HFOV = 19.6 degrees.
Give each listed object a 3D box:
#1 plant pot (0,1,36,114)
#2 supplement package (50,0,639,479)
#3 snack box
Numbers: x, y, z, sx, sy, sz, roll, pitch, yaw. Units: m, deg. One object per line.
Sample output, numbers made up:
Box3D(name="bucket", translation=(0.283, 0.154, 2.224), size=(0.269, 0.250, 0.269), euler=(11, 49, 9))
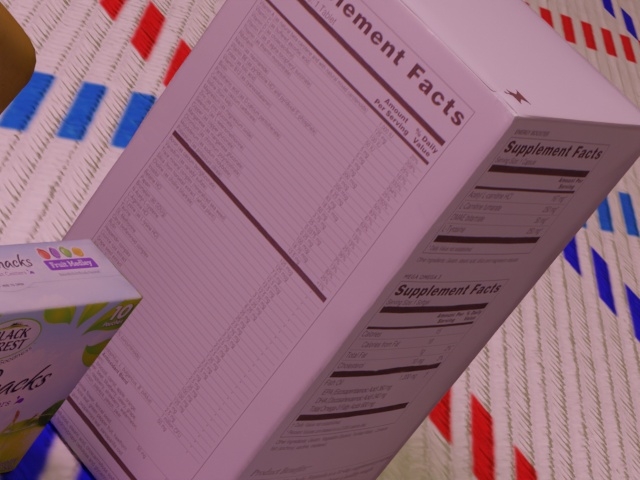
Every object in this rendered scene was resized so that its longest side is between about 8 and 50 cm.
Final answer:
Box3D(name="plant pot", translation=(-0.232, -0.080, 0.673), size=(0.212, 0.212, 0.187), euler=(47, 12, 23))
Box3D(name="supplement package", translation=(0.000, 0.000, 0.786), size=(0.139, 0.244, 0.134), euler=(48, 24, 23))
Box3D(name="snack box", translation=(-0.141, 0.048, 0.671), size=(0.037, 0.100, 0.141), euler=(46, 24, 21))
